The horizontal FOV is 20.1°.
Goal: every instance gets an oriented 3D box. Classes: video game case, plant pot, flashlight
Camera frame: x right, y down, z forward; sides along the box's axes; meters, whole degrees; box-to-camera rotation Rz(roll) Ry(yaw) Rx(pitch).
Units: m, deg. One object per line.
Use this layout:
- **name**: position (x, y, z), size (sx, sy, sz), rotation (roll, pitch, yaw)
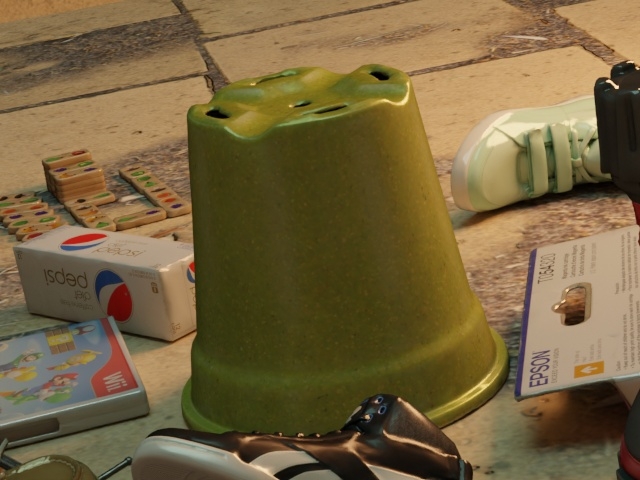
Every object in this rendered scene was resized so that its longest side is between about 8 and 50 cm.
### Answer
- **video game case**: position (-0.302, 0.137, 1.553), size (0.285, 0.025, 0.204), rotation (-13, 18, -11)
- **plant pot**: position (0.000, 0.000, 1.450), size (0.276, 0.253, 0.276), rotation (-9, 19, 3)
- **flashlight**: position (0.223, 0.042, 1.134), size (0.103, 0.304, 0.103), rotation (-14, 20, -11)

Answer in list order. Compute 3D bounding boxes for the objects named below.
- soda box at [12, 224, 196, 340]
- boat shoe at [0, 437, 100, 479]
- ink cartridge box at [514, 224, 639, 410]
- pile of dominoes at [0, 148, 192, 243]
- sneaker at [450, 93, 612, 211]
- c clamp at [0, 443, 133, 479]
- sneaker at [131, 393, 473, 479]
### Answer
- **soda box**: position (-0.196, 0.038, 1.719), size (0.216, 0.073, 0.069), rotation (8, 25, 43)
- **boat shoe**: position (-0.258, 0.207, 1.213), size (0.105, 0.089, 0.285), rotation (5, 24, 38)
- **ink cartridge box**: position (0.326, 0.050, 1.420), size (0.330, 0.071, 0.324), rotation (-15, 17, 14)
- **pile of dominoes**: position (-0.278, -0.056, 2.098), size (0.196, 0.040, 0.251), rotation (-15, 19, -17)
- **sneaker**: position (0.259, -0.088, 1.845), size (0.256, 0.094, 0.151), rotation (-24, 26, -35)
- **c clamp**: position (-0.243, 0.188, 1.384), size (0.161, 0.022, 0.137), rotation (12, 33, 45)
- **sneaker**: position (-0.007, 0.143, 1.166), size (0.217, 0.079, 0.121), rotation (20, 46, -4)
